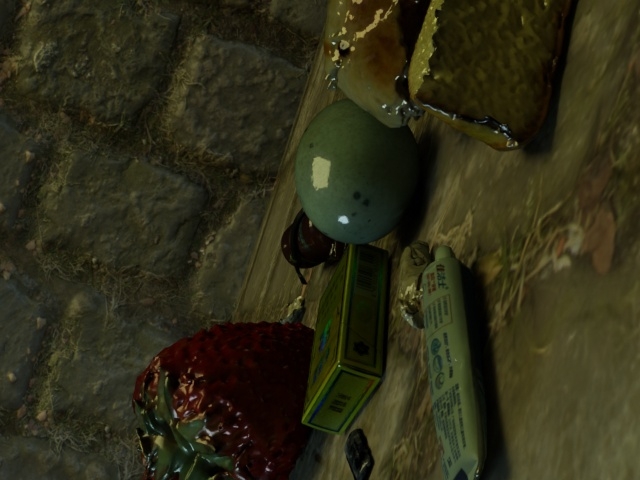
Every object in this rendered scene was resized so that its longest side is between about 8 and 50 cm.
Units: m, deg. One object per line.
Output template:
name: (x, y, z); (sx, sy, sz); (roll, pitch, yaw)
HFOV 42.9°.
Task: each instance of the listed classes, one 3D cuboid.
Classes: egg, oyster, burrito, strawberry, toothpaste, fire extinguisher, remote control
egg: (0.050, -0.098, 1.094); (0.236, 0.169, 0.169); (-80, 13, -46)
oyster: (-0.078, 0.198, 1.679); (0.200, 0.061, 0.106); (-60, -4, 39)
burrito: (0.105, 0.049, 0.886); (0.055, 0.041, 0.149); (-54, 11, 19)
strawberry: (-0.130, 0.256, 1.275); (0.351, 0.267, 0.312); (-42, -25, -54)
toothpaste: (0.116, 0.101, 0.706); (0.069, 0.047, 0.268); (-41, 28, 34)
fire extinguisher: (0.000, 0.000, 1.415); (0.341, 0.105, 0.141); (150, 123, -77)
remote control: (0.042, 0.250, 0.943); (0.096, 0.014, 0.039); (-123, 52, -77)

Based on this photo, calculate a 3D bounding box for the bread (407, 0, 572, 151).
bread: (0.157, -0.189, 0.792); (0.134, 0.129, 0.260); (112, 174, -67)

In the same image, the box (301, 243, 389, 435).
box: (0.035, 0.125, 1.076); (0.220, 0.064, 0.141); (-79, 12, -48)

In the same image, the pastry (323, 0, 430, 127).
pastry: (0.097, -0.278, 0.963); (0.237, 0.170, 0.256); (-36, -40, -53)
